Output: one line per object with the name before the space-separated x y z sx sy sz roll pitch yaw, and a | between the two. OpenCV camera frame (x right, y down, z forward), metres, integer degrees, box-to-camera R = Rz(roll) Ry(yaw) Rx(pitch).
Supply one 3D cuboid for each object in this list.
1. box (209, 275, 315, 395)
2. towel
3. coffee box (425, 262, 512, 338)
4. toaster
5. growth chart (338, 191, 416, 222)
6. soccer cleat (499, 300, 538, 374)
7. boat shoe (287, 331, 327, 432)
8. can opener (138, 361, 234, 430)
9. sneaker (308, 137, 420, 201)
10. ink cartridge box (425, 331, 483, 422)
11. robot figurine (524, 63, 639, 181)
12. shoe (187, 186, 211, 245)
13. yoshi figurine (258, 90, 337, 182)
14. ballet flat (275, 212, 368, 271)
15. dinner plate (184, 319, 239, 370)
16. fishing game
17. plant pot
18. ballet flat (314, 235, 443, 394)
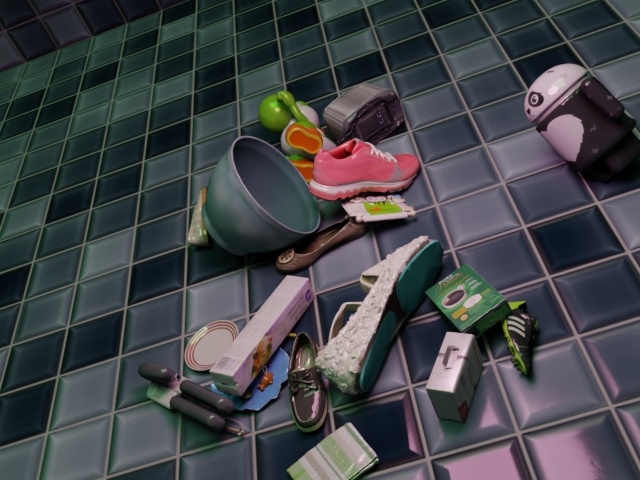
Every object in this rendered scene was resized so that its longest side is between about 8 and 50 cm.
box | -0.120 0.200 1.683 0.067 0.063 0.324 6 39 31
towel | 0.023 0.421 1.446 0.152 0.023 0.113 -36 39 -10
coffee box | 0.298 0.124 1.573 0.113 0.040 0.184 -36 27 -2
toaster | 0.109 -0.342 2.155 0.227 0.129 0.146 -37 37 -12
growth chart | 0.123 -0.101 1.923 0.172 0.021 0.237 -11 30 -19
soccer cleat | 0.389 0.180 1.491 0.072 0.060 0.179 -16 38 9
boat shoe | -0.034 0.283 1.579 0.080 0.073 0.224 -16 40 12
can opener | -0.300 0.323 1.640 0.283 0.095 0.076 8 62 49
sneaker | 0.120 -0.191 1.923 0.313 0.136 0.116 -14 32 -25
ink cartridge box | 0.252 0.254 1.447 0.056 0.099 0.135 3 46 31
robot figurine | 0.585 -0.265 1.739 0.209 0.278 0.173 -45 -8 34
shoe | -0.328 -0.067 2.111 0.058 0.077 0.219 -13 43 7
yoshi figurine | -0.094 -0.306 2.163 0.203 0.203 0.362 -30 28 11
ballet flat | 0.000 0.000 1.884 0.249 0.058 0.084 -26 41 -2
dinner plate | -0.246 0.242 1.770 0.141 0.017 0.141 -19 38 16
fishing game | -0.154 0.290 1.661 0.189 0.041 0.264 6 49 35
plant pot | -0.172 -0.084 1.924 0.196 0.293 0.293 -38 34 26
ballet flat | 0.116 0.131 1.610 0.147 0.147 0.409 10 50 35
